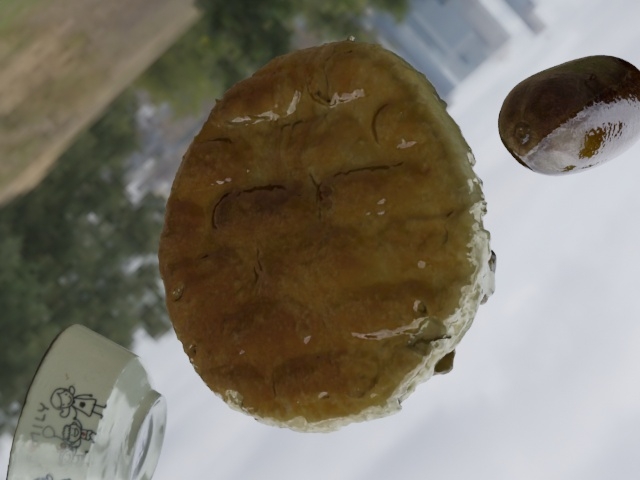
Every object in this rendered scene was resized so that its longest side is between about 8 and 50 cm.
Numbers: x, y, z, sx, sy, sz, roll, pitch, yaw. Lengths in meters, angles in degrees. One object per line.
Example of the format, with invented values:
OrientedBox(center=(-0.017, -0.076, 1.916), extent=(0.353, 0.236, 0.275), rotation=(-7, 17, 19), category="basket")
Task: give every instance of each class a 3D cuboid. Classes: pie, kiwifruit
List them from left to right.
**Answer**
OrientedBox(center=(0.000, 0.000, 1.482), extent=(0.339, 0.339, 0.083), rotation=(-41, 156, 20), category="pie")
OrientedBox(center=(0.166, -0.081, 1.121), extent=(0.124, 0.075, 0.075), rotation=(-28, 173, -42), category="kiwifruit")

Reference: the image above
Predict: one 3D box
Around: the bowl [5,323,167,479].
OrientedBox(center=(-0.252, 0.220, 1.971), extent=(0.238, 0.126, 0.237), rotation=(13, 90, -80), category="bowl")
